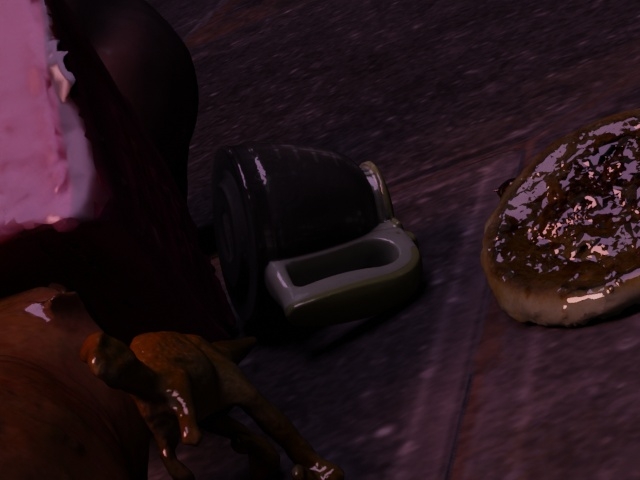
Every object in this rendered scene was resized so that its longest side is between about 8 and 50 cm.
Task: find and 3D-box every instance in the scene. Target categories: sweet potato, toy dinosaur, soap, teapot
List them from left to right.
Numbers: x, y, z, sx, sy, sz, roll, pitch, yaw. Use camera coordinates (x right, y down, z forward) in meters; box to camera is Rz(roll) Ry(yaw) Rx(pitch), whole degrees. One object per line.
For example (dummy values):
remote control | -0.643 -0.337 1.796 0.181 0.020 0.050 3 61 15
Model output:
sweet potato | -0.126 0.121 0.570 0.131 0.131 0.337 -23 15 7
soap | -0.121 -0.005 0.834 0.099 0.162 0.250 -23 -28 1
toy dinosaur | -0.054 0.047 0.692 0.039 0.126 0.162 -44 29 9
teapot | -0.001 0.004 0.892 0.090 0.124 0.092 -9 -32 -14

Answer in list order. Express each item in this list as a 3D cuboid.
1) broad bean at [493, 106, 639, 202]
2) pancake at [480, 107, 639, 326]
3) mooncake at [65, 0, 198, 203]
broad bean | 0.167 -0.047 0.831 0.195 0.046 0.061 -20 18 22
pancake | 0.123 -0.008 0.766 0.116 0.022 0.129 -33 31 0
mooncake | -0.191 -0.060 1.090 0.245 0.245 0.133 -24 22 4
